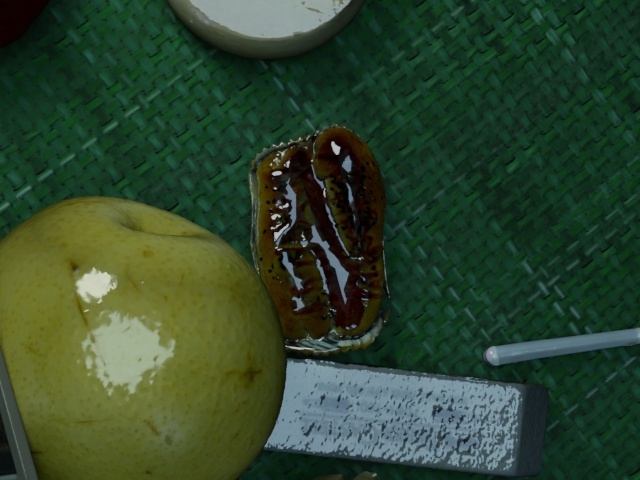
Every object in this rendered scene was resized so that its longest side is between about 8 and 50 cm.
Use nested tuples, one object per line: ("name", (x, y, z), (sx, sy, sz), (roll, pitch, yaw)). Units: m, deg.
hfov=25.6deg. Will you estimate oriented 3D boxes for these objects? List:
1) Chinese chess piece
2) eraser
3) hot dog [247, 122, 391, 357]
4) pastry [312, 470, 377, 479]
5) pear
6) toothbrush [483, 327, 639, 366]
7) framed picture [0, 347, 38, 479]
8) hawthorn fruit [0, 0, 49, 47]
("Chinese chess piece", (-0.063, -0.344, 1.638), (0.273, 0.102, 0.273), (0, 88, -8))
("eraser", (0.103, 0.204, 1.637), (0.352, 0.077, 0.111), (7, 85, -8))
("hot dog", (0.000, 0.000, 1.635), (0.162, 0.082, 0.271), (-5, 88, -7))
("pastry", (-0.036, 0.398, 1.502), (0.329, 0.329, 0.136), (-45, 120, -9))
("pear", (-0.205, 0.124, 1.472), (0.348, 0.348, 0.348), (1, 86, -8))
("toothbrush", (0.363, 0.114, 1.707), (0.342, 0.025, 0.030), (-10, 81, -9))
("framed picture", (-0.386, 0.168, 1.394), (0.016, 0.250, 0.184), (-17, 93, -54))
("hawthorn fruit", (-0.384, -0.329, 1.512), (0.224, 0.261, 0.224), (2, 79, -11))
